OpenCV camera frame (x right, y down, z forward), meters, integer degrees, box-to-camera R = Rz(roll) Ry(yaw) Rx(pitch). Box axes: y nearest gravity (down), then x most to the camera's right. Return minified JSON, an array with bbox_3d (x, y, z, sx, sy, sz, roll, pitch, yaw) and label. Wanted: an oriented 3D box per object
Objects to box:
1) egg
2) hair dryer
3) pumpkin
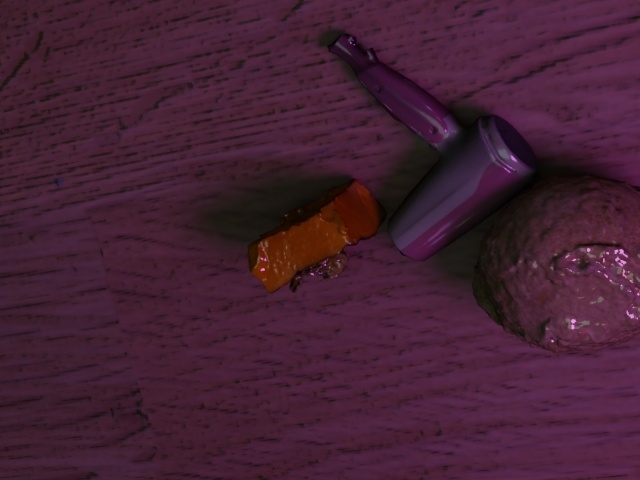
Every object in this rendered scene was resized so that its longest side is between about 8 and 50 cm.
[{"bbox_3d":[0.163,0.017,0.828,0.140,0.116,0.118,2,142,11],"label":"egg"},{"bbox_3d":[0.060,-0.074,0.876,0.106,0.054,0.154,-39,83,28],"label":"hair dryer"},{"bbox_3d":[0.000,0.000,0.891,0.074,0.083,0.054,-27,94,26],"label":"pumpkin"}]
